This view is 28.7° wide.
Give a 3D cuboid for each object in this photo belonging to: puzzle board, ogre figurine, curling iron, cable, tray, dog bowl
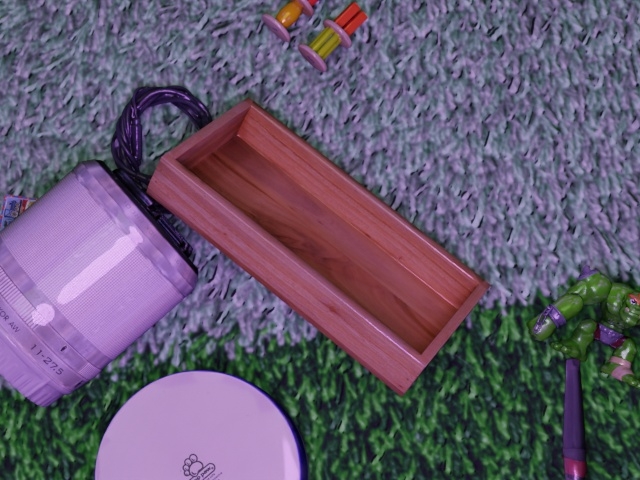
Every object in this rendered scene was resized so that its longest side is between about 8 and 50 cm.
[{"bbox_3d":[-0.400,0.004,1.719,0.096,0.011,0.128,7,79,6],"label":"puzzle board"},{"bbox_3d":[0.375,0.111,1.603,0.197,0.097,0.118,25,90,16],"label":"ogre figurine"},{"bbox_3d":[0.329,0.286,1.594,0.035,0.068,0.274,-17,67,36],"label":"curling iron"},{"bbox_3d":[-0.213,-0.128,1.722,0.150,0.047,0.184,-30,80,2],"label":"cable"},{"bbox_3d":[0.000,0.000,1.597,0.411,0.076,0.203,38,41,8],"label":"tray"},{"bbox_3d":[-0.149,0.299,1.592,0.265,0.104,0.265,-1,78,3],"label":"dog bowl"}]

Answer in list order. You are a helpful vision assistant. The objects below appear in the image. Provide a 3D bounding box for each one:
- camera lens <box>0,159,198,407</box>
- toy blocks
[{"bbox_3d":[-0.311,0.049,1.596,0.274,0.219,0.219,-41,79,-5],"label":"camera lens"},{"bbox_3d":[0.011,-0.325,1.738,0.123,0.054,0.148,41,83,11],"label":"toy blocks"}]
